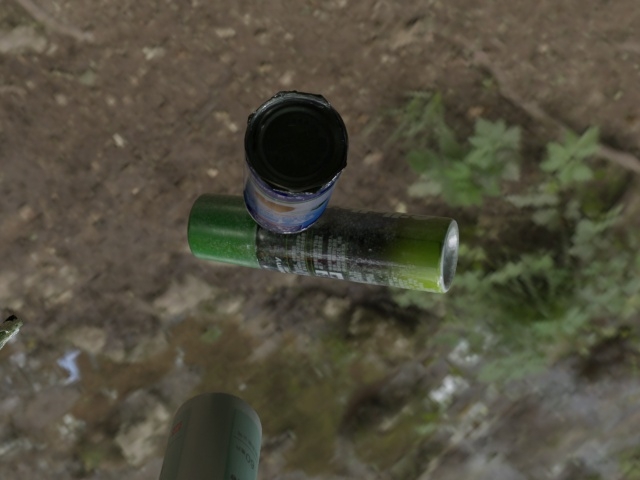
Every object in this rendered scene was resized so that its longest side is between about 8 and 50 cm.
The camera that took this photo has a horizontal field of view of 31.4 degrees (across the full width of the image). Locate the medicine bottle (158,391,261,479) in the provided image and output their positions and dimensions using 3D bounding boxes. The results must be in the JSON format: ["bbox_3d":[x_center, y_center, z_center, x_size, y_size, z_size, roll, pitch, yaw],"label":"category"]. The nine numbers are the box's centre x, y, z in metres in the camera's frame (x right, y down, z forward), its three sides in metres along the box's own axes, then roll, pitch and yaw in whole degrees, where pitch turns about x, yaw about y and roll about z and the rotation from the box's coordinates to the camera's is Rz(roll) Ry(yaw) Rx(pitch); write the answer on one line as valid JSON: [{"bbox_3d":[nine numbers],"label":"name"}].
[{"bbox_3d":[-0.129,0.305,1.232,0.110,0.352,0.110,1,118,1],"label":"medicine bottle"}]

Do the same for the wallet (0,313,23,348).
[{"bbox_3d":[-0.310,0.118,0.661,0.223,0.077,0.309,-38,-179,6],"label":"wallet"}]

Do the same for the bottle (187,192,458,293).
[{"bbox_3d":[0.000,0.000,1.407,0.093,0.330,0.093,7,90,-72],"label":"bottle"}]

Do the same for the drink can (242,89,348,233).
[{"bbox_3d":[-0.029,-0.069,1.099,0.097,0.097,0.235,-38,176,-9],"label":"drink can"}]
